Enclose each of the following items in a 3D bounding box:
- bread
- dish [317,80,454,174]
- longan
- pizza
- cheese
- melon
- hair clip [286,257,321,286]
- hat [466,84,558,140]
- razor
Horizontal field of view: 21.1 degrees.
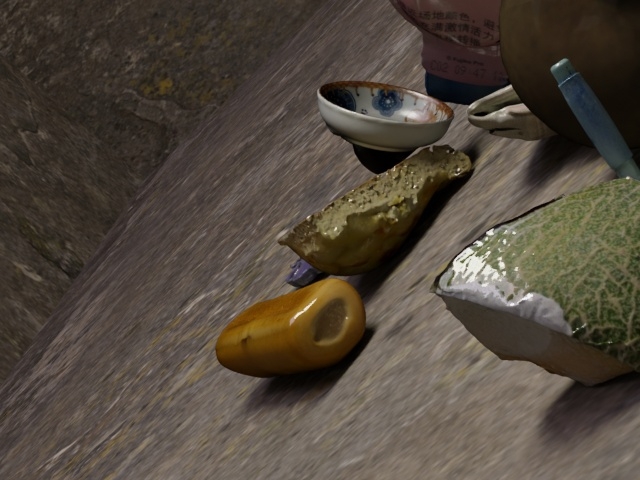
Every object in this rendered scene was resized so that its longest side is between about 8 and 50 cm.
[{"bbox_3d":[-0.029,0.092,1.671,0.092,0.074,0.239,-47,10,-20],"label":"bread"},{"bbox_3d":[0.060,-0.106,1.749,0.141,0.141,0.078,-81,1,-70],"label":"dish"},{"bbox_3d":[0.225,-0.152,1.294,0.189,0.189,0.189,-46,11,12],"label":"longan"},{"bbox_3d":[0.044,-0.010,1.755,0.188,0.080,0.204,-29,-2,-29],"label":"pizza"},{"bbox_3d":[0.145,-0.224,1.676,0.286,0.189,0.074,82,-156,-53],"label":"cheese"},{"bbox_3d":[0.182,0.040,1.078,0.202,0.093,0.139,-21,38,-6],"label":"melon"},{"bbox_3d":[-0.001,-0.002,1.957,0.124,0.052,0.195,-43,6,1],"label":"hair clip"},{"bbox_3d":[0.248,-0.170,1.493,0.226,0.164,0.219,15,72,34],"label":"hat"},{"bbox_3d":[0.201,-0.066,1.181,0.040,0.135,0.068,-34,3,-30],"label":"razor"}]
